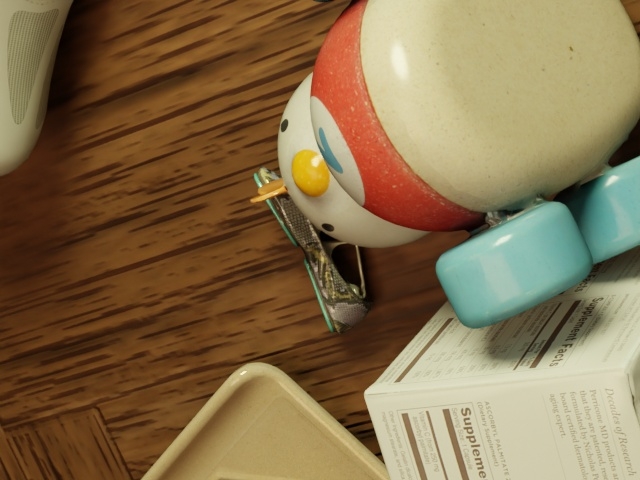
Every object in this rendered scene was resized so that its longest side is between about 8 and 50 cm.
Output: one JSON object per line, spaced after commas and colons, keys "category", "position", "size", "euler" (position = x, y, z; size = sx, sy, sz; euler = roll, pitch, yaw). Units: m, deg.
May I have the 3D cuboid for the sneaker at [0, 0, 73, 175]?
{"category": "sneaker", "position": [-0.130, -0.226, 0.990], "size": [0.257, 0.169, 0.448], "euler": [12, 113, 22]}

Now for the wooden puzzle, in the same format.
{"category": "wooden puzzle", "position": [-0.012, 0.216, 1.202], "size": [0.238, 0.044, 0.221], "euler": [40, 121, -1]}

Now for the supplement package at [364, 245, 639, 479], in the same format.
{"category": "supplement package", "position": [0.159, 0.151, 0.997], "size": [0.145, 0.204, 0.262], "euler": [-8, 107, 28]}

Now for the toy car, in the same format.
{"category": "toy car", "position": [0.037, -0.055, 0.982], "size": [0.238, 0.210, 0.219], "euler": [-28, 88, 43]}

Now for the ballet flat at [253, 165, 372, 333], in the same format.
{"category": "ballet flat", "position": [0.000, 0.000, 1.109], "size": [0.041, 0.041, 0.114], "euler": [-21, 102, 30]}
